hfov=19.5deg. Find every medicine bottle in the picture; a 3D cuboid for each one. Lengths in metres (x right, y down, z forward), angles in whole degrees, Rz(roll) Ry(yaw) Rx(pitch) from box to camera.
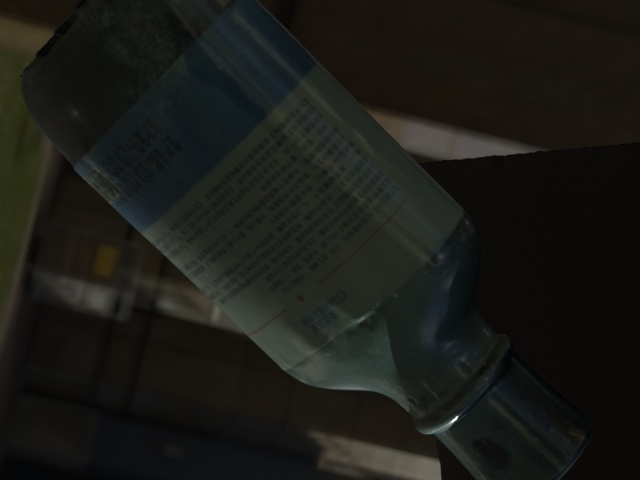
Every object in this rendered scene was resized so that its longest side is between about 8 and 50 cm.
[{"bbox_3d":[0.000,0.000,0.589,0.090,0.208,0.053,-39,-171,44],"label":"medicine bottle"}]

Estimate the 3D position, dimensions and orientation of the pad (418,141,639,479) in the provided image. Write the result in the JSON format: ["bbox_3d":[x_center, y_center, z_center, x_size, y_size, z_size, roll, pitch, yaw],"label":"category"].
[{"bbox_3d":[0.165,0.081,0.688,0.368,0.007,0.247,-4,-86,51],"label":"pad"}]
